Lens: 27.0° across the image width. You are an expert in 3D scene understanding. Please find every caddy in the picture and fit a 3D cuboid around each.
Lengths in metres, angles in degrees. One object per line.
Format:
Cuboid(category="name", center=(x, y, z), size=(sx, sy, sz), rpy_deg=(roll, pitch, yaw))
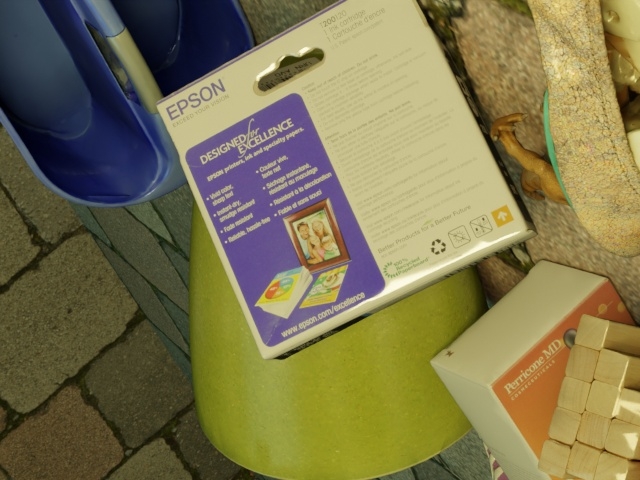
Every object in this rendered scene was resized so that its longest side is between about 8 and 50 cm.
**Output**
Cuboid(category="caddy", center=(-0.197, -0.185, 1.194), size=(0.179, 0.241, 0.341), rpy_deg=(45, 166, 43))

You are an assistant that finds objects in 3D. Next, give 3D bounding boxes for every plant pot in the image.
Cuboid(category="plant pot", center=(0.000, 0.000, 1.105), size=(0.275, 0.275, 0.293), rpy_deg=(33, 143, 47))

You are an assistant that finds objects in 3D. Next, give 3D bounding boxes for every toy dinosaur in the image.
Cuboid(category="toy dinosaur", center=(0.156, -0.043, 0.862), size=(0.112, 0.064, 0.211), rpy_deg=(54, 165, -20))

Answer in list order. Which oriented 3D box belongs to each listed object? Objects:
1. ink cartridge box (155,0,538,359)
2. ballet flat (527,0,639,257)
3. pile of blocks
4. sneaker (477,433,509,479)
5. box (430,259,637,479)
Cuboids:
Cuboid(category="ink cartridge box", center=(0.014, -0.051, 0.935), size=(0.208, 0.206, 0.045), rpy_deg=(66, -167, 12))
Cuboid(category="ballet flat", center=(0.160, -0.099, 0.652), size=(0.106, 0.107, 0.316), rpy_deg=(16, 147, 41))
Cuboid(category="pile of blocks", center=(0.282, 0.175, 0.938), size=(0.113, 0.149, 0.362), rpy_deg=(16, 157, 41))
Cuboid(category="sneaker", center=(0.177, 0.213, 1.249), size=(0.282, 0.161, 0.102), rpy_deg=(35, 161, 47))
Cuboid(category="box", center=(0.192, 0.124, 1.039), size=(0.170, 0.130, 0.091), rpy_deg=(55, 165, -22))
